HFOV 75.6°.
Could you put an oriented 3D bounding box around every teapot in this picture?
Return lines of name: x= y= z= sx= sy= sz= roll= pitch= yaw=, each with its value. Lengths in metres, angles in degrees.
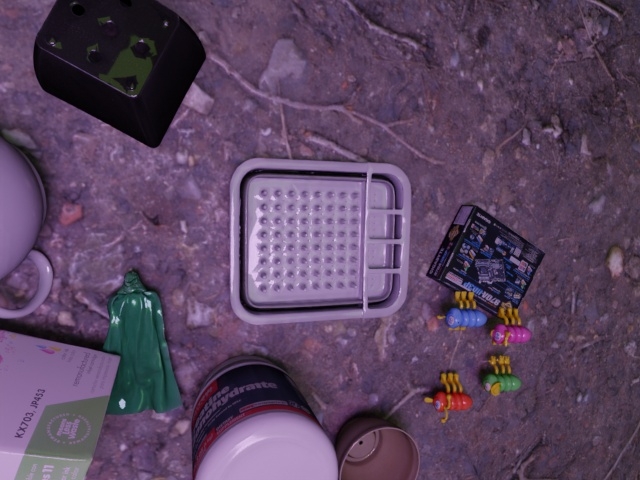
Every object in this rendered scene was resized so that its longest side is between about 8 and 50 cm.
teapot: x=-0.466 y=-0.050 z=0.544 sx=0.252 sy=0.187 sz=0.256 roll=35 pitch=110 yaw=1

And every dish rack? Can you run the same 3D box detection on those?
dish rack: x=0.000 y=0.000 z=0.753 sx=0.332 sy=0.072 sz=0.286 roll=-1 pitch=96 yaw=-18

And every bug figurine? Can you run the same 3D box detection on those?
bug figurine: x=0.328 y=0.245 z=0.852 sx=0.216 sy=0.072 sz=0.279 roll=-1 pitch=105 yaw=-13

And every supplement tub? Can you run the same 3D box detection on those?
supplement tub: x=-0.101 y=0.305 z=0.640 sx=0.191 sy=0.272 sz=0.191 roll=-2 pitch=95 yaw=-18

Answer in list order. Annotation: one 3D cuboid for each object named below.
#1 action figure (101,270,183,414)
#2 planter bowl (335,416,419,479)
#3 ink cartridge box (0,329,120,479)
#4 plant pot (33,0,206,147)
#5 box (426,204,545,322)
action figure: x=-0.300 y=0.164 z=0.673 sx=0.137 sy=0.063 sz=0.232 roll=-2 pitch=99 yaw=-16
planter bowl: x=0.093 y=0.415 z=0.801 sx=0.162 sy=0.109 sz=0.162 roll=-1 pitch=95 yaw=-18
ink cartridge box: x=-0.456 y=0.201 z=0.493 sx=0.353 sy=0.207 sz=0.119 roll=21 pitch=103 yaw=-23
plant pot: x=-0.285 y=-0.269 z=0.586 sx=0.188 sy=0.167 sz=0.187 roll=28 pitch=85 yaw=-17
box: x=0.358 y=0.051 z=0.886 sx=0.220 sy=0.051 sz=0.175 roll=29 pitch=86 yaw=-18
